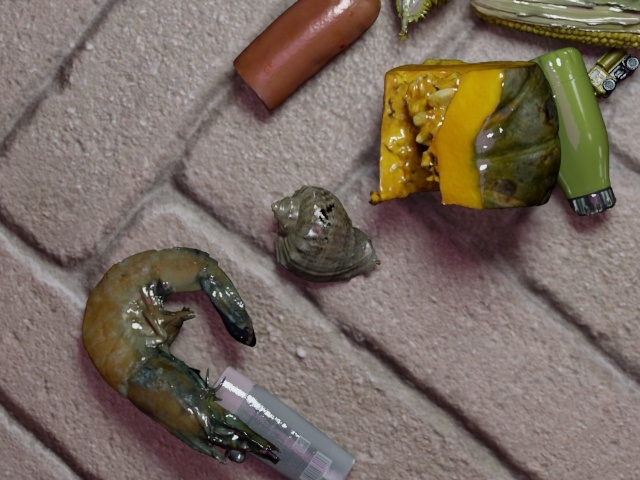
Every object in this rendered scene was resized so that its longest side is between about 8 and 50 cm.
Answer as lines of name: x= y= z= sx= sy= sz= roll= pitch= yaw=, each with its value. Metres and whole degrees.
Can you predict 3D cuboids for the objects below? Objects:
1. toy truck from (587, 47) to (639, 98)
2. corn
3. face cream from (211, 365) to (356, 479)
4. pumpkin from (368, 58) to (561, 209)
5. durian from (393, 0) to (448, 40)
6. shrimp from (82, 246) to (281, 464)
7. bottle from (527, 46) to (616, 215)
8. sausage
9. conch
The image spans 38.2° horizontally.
toy truck: x=0.461 y=-0.268 z=1.477 sx=0.083 sy=0.049 sz=0.054 roll=-44 pitch=82 yaw=3
corn: x=0.385 y=-0.373 z=1.431 sx=0.306 sy=0.123 sz=0.122 roll=12 pitch=78 yaw=7
face cream: x=-0.075 y=0.326 z=1.550 sx=0.269 sy=0.073 sz=0.107 roll=33 pitch=90 yaw=2
pumpkin: x=0.217 y=-0.155 z=1.391 sx=0.303 sy=0.256 sz=0.225 roll=12 pitch=107 yaw=40
durian: x=0.177 y=-0.405 z=1.455 sx=0.102 sy=0.146 sz=0.208 roll=27 pitch=84 yaw=-39
shrimp: x=-0.204 y=0.187 z=1.509 sx=0.445 sy=0.085 sz=0.272 roll=42 pitch=89 yaw=21
bottle: x=0.393 y=-0.167 z=1.457 sx=0.112 sy=0.112 sz=0.260 roll=-19 pitch=92 yaw=6
sausage: x=-0.019 y=-0.330 z=1.489 sx=0.259 sy=0.113 sz=0.113 roll=-40 pitch=89 yaw=7
conch: x=0.000 y=0.000 z=1.526 sx=0.207 sy=0.130 sz=0.155 roll=30 pitch=131 yaw=-19
